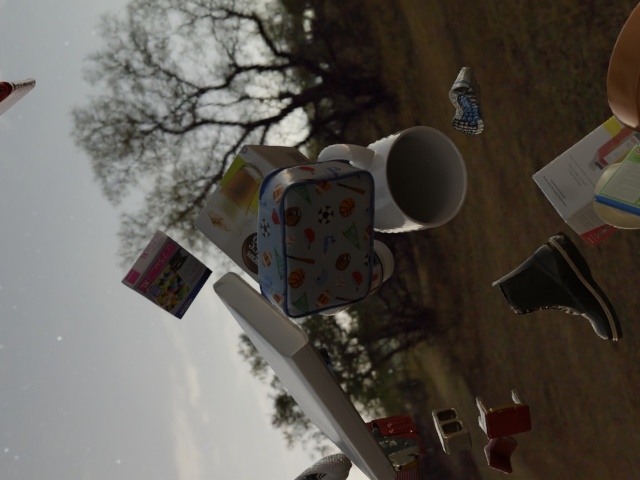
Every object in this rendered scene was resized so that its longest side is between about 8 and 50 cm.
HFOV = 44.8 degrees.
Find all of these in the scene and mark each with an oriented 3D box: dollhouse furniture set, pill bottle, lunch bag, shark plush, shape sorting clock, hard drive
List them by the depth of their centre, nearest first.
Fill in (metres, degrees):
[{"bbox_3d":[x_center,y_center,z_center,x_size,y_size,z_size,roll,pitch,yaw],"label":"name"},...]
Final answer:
[{"bbox_3d":[-0.021,0.219,1.205,0.233,0.047,0.353,34,160,49],"label":"hard drive"},{"bbox_3d":[0.094,0.353,1.369,0.073,0.161,0.067,20,-90,-57],"label":"shark plush"},{"bbox_3d":[0.588,-0.100,1.383,0.040,0.206,0.206,41,-157,-30],"label":"shape sorting clock"},{"bbox_3d":[0.000,0.000,1.521,0.115,0.243,0.303,30,125,50],"label":"lunch bag"},{"bbox_3d":[0.295,0.490,1.735,0.152,0.375,0.201,-105,4,-70],"label":"dollhouse furniture set"},{"bbox_3d":[0.081,0.095,2.181,0.278,0.162,0.162,-23,-81,-50],"label":"pill bottle"}]

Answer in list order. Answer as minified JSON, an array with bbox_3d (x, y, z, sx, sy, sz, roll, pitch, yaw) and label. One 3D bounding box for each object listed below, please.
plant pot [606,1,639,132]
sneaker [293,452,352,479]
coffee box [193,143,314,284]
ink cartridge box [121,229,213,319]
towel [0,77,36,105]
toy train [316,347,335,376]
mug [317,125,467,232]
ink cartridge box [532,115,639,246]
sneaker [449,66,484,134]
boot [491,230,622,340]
[{"bbox_3d":[0.644,-0.275,1.249,0.203,0.291,0.290,48,162,49],"label":"plant pot"},{"bbox_3d":[-0.026,0.652,1.765,0.210,0.366,0.137,51,-163,11],"label":"sneaker"},{"bbox_3d":[-0.132,-0.082,2.529,0.338,0.334,0.338,41,-160,16],"label":"coffee box"},{"bbox_3d":[-0.441,0.117,2.335,0.065,0.185,0.311,27,168,31],"label":"ink cartridge box"},{"bbox_3d":[-0.571,-0.205,1.293,0.031,0.199,0.275,51,179,-18],"label":"towel"},{"bbox_3d":[0.005,0.367,2.042,0.184,0.080,0.105,-114,13,-62],"label":"toy train"},{"bbox_3d":[0.166,-0.172,2.182,0.328,0.374,0.276,-11,60,60],"label":"mug"},{"bbox_3d":[0.774,-0.184,1.971,0.279,0.385,0.160,26,-150,-54],"label":"ink cartridge box"},{"bbox_3d":[0.324,-0.302,1.681,0.190,0.072,0.082,66,-144,-61],"label":"sneaker"},{"bbox_3d":[0.370,0.100,1.218,0.197,0.137,0.077,55,-175,-9],"label":"boot"}]
